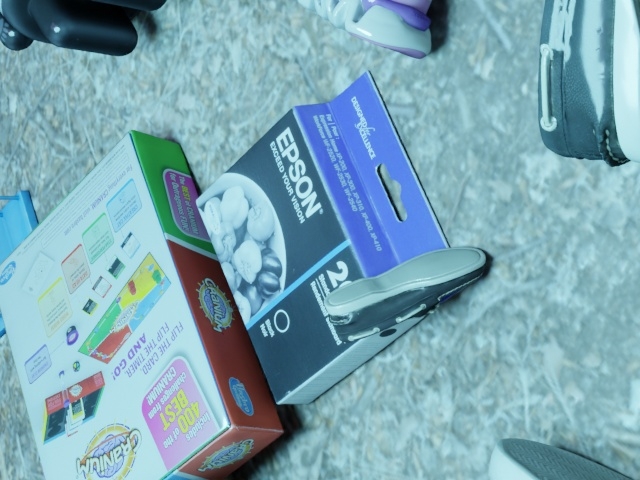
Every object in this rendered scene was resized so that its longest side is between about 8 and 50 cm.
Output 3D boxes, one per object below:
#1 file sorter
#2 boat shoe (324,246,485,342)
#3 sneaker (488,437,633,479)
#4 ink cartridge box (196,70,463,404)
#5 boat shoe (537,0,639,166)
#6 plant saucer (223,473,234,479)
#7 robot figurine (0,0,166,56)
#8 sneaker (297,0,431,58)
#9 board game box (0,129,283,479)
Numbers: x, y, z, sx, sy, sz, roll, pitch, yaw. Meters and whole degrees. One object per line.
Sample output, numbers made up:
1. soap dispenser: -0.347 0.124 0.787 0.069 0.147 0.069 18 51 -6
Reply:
1. file sorter: -0.388 0.037 1.437 0.170 0.104 0.118 -37 66 40
2. boat shoe: 0.066 0.041 0.977 0.046 0.125 0.038 -118 8 -66
3. sneaker: 0.200 0.259 0.829 0.292 0.108 0.169 32 111 39
4. ink cartridge box: 0.000 0.000 1.075 0.208 0.045 0.206 -40 63 37
5. boat shoe: 0.183 -0.198 0.830 0.091 0.114 0.302 6 95 40
6. plant saucer: -0.169 0.250 1.260 0.278 0.041 0.278 2 93 45
7. robot figurine: -0.249 -0.299 1.239 0.209 0.173 0.278 -31 62 -4
8. sneaker: 0.010 -0.230 1.032 0.236 0.095 0.104 33 107 35
9. board game box: -0.180 0.096 1.199 0.242 0.064 0.316 -40 56 29
